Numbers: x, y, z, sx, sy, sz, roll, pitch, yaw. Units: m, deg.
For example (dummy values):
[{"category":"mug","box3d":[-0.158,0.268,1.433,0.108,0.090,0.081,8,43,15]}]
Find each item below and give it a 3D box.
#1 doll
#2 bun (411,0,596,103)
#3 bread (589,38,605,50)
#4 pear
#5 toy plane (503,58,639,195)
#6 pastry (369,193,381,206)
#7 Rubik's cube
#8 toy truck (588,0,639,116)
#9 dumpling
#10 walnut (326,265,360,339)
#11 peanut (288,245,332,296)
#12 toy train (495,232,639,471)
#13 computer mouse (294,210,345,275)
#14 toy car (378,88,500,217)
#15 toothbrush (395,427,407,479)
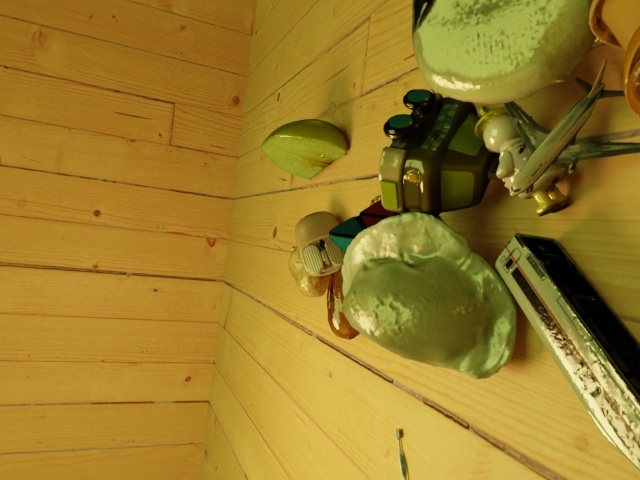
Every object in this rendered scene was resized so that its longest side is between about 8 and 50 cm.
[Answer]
[{"category":"doll","box3d":[0.310,-0.133,0.754,0.207,0.129,0.081,62,149,19]},{"category":"bun","box3d":[0.276,-0.333,0.690,0.283,0.179,0.283,8,102,39]},{"category":"bread","box3d":[0.353,-0.422,0.699,0.168,0.163,0.263,-172,89,-66]},{"category":"pear","box3d":[-0.070,-0.320,1.563,0.288,0.239,0.139,154,119,-62]},{"category":"toy plane","box3d":[0.335,-0.145,0.673,0.226,0.058,0.226,35,89,37]},{"category":"pastry","box3d":[0.150,-0.049,1.202,0.080,0.056,0.140,-14,68,53]},{"category":"Rubik's cube","box3d":[0.153,-0.050,1.079,0.284,0.250,0.234,129,160,-59]},{"category":"toy truck","box3d":[0.414,-0.205,0.443,0.288,0.205,0.211,141,134,-61]},{"category":"dumpling","box3d":[0.171,0.117,0.866,0.269,0.321,0.211,93,-165,-49]},{"category":"walnut","box3d":[0.067,0.159,1.274,0.116,0.116,0.207,144,129,-60]},{"category":"peanut","box3d":[-0.033,0.087,1.505,0.224,0.129,0.129,-118,41,-50]},{"category":"toy train","box3d":[0.358,0.160,0.618,0.406,0.087,0.088,-107,34,-44]},{"category":"computer mouse","box3d":[0.000,0.000,1.435,0.082,0.145,0.236,69,-175,-46]},{"category":"toy car","box3d":[0.232,-0.150,0.880,0.247,0.198,0.204,-57,-31,-32]},{"category":"toothbrush","box3d":[0.178,0.491,1.041,0.017,0.014,0.162,101,165,-65]}]
